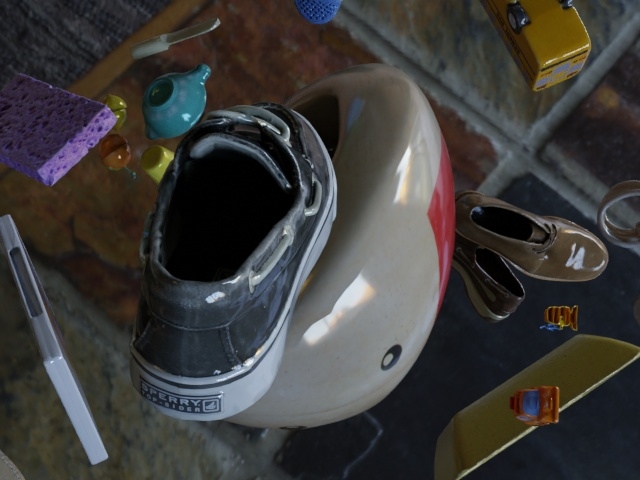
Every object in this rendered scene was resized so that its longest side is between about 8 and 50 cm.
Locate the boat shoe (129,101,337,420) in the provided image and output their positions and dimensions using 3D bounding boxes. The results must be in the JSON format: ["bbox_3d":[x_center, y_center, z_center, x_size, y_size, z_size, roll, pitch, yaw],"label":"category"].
[{"bbox_3d":[-0.031,-0.020,0.401,0.078,0.070,0.219,6,34,1],"label":"boat shoe"}]

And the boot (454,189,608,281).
[{"bbox_3d":[0.359,0.003,1.495,0.306,0.115,0.112,19,92,-15],"label":"boot"}]

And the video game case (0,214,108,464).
[{"bbox_3d":[-0.347,0.122,1.151,0.025,0.204,0.285,-22,44,-15],"label":"video game case"}]

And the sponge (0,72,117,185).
[{"bbox_3d":[-0.353,-0.140,1.110,0.210,0.031,0.117,22,63,40],"label":"sponge"}]

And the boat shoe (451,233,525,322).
[{"bbox_3d":[0.274,0.015,1.592,0.095,0.095,0.257,-27,78,-42],"label":"boat shoe"}]

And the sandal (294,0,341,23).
[{"bbox_3d":[-0.018,-0.527,1.638,0.126,0.317,0.138,8,48,11],"label":"sandal"}]

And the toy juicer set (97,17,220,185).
[{"bbox_3d":[-0.307,-0.260,1.689,0.209,0.089,0.328,8,74,28],"label":"toy juicer set"}]

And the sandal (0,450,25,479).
[{"bbox_3d":[-0.347,0.145,0.785,0.240,0.079,0.088,35,27,12],"label":"sandal"}]

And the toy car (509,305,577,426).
[{"bbox_3d":[0.201,0.116,0.835,0.041,0.060,0.121,8,91,-9],"label":"toy car"}]

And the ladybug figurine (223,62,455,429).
[{"bbox_3d":[0.000,0.000,0.792,0.162,0.305,0.449,43,25,-20],"label":"ladybug figurine"}]

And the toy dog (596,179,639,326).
[{"bbox_3d":[0.539,-0.020,1.137,0.334,0.161,0.220,-28,76,25],"label":"toy dog"}]

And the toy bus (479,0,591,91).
[{"bbox_3d":[0.356,-0.445,1.614,0.108,0.130,0.332,-24,73,-4],"label":"toy bus"}]

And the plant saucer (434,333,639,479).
[{"bbox_3d":[0.315,0.266,1.427,0.333,0.333,0.081,-30,72,-10],"label":"plant saucer"}]
